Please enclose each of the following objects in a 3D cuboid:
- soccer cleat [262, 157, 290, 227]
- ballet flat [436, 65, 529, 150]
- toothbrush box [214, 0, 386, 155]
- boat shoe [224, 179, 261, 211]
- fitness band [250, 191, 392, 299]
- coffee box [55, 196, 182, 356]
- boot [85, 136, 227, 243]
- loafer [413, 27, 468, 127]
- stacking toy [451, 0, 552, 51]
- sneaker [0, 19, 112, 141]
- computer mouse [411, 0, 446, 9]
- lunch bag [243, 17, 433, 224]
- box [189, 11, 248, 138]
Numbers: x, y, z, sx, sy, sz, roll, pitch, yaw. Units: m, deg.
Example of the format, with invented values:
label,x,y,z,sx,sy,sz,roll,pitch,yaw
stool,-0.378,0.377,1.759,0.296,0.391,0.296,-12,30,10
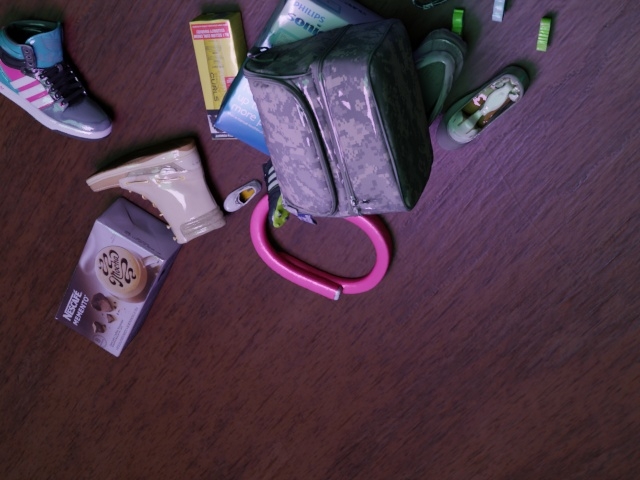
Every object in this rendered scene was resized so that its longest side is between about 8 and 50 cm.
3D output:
label,x,y,z,sx,sy,sz,roll,pitch,yaw
soccer cleat,-0.080,-0.112,1.977,0.072,0.060,0.179,6,79,30
ballet flat,0.275,-0.226,1.815,0.072,0.068,0.213,45,123,-6
toothbrush box,-0.021,-0.288,1.823,0.216,0.126,0.295,29,120,-14
boat shoe,-0.160,-0.085,2.070,0.100,0.035,0.035,-30,104,30
fitness band,0.000,0.000,2.047,0.290,0.054,0.209,24,122,5
coffee box,-0.430,0.081,2.208,0.168,0.119,0.297,32,123,0
boot,-0.334,-0.085,2.103,0.261,0.095,0.203,-14,112,21
loafer,0.148,-0.232,1.822,0.112,0.111,0.319,29,131,-2
stacking toy,0.304,-0.426,1.708,0.166,0.052,0.221,10,120,15
sneaker,-0.522,-0.334,2.025,0.295,0.124,0.178,32,132,3
computer mouse,0.231,-0.458,1.662,0.071,0.041,0.242,40,125,-7
lunch bag,0.026,-0.188,1.697,0.256,0.212,0.305,-2,123,26
box,-0.177,-0.308,1.943,0.087,0.058,0.232,2,117,19
